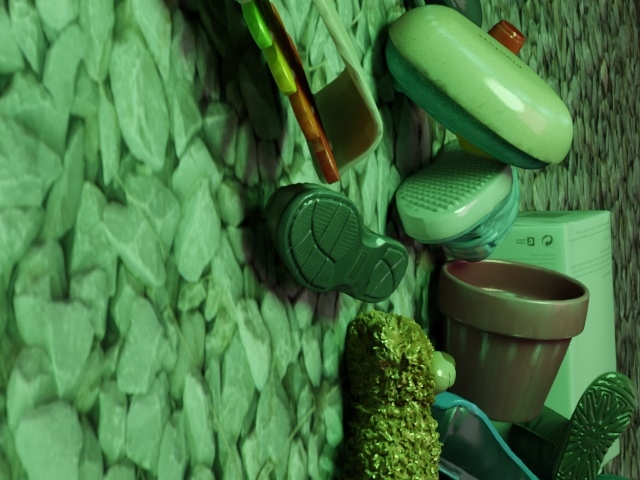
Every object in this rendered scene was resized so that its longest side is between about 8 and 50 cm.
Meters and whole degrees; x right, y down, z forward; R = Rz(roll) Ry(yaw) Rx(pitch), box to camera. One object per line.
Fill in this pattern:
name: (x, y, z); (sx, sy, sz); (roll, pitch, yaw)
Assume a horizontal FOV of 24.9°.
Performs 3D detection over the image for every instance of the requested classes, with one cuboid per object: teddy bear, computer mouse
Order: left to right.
teddy bear: (0.092, 0.247, 1.592); (0.245, 0.113, 0.338); (52, 41, -60)
computer mouse: (0.168, -0.323, 1.930); (0.184, 0.060, 0.262); (-70, 149, -47)

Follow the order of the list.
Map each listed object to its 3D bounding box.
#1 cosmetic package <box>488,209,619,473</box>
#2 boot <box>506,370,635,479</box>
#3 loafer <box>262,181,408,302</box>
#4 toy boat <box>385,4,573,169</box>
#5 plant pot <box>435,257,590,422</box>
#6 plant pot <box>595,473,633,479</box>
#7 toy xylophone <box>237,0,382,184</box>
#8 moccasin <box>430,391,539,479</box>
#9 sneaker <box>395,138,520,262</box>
cosmetic package: (0.332, 0.154, 2.127); (0.217, 0.156, 0.385); (-10, 100, -60)
boot: (0.326, 0.245, 1.924); (0.190, 0.076, 0.208); (-60, -174, 1)
loafer: (0.000, 0.000, 1.456); (0.096, 0.084, 0.267); (-59, 150, -1)
toy boat: (0.193, -0.187, 1.825); (0.267, 0.148, 0.318); (38, 20, -3)
plant pot: (0.241, 0.134, 1.910); (0.201, 0.201, 0.180); (-28, 129, -67)
plant pot: (0.362, 0.467, 2.081); (0.255, 0.271, 0.272); (19, 70, -56)
toy xylophone: (-0.032, -0.212, 1.334); (0.236, 0.081, 0.323); (-105, 169, -50)
moccasin: (0.195, 0.321, 1.855); (0.342, 0.137, 0.117); (48, 65, -33)
sneaker: (0.197, -0.033, 1.869); (0.366, 0.135, 0.150); (-39, 122, -63)
